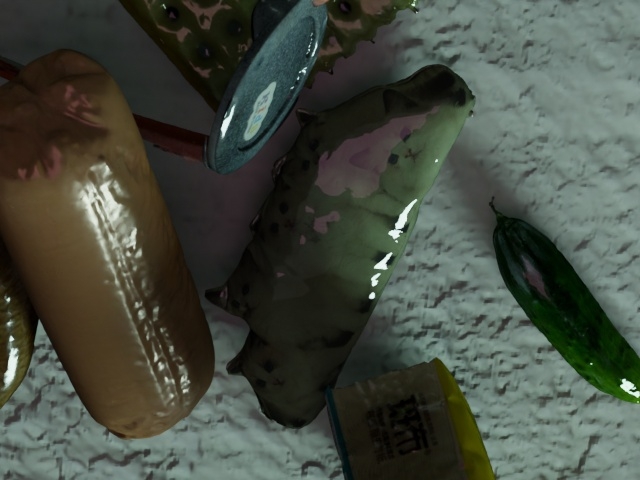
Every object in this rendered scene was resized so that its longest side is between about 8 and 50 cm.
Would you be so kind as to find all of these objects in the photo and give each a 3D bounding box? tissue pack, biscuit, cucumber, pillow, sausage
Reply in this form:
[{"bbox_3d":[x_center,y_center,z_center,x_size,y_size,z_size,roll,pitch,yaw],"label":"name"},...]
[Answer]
[{"bbox_3d":[0.066,0.166,1.117,0.082,0.169,0.120,-18,137,3],"label":"tissue pack"},{"bbox_3d":[0.005,-0.167,1.052,0.231,0.016,0.139,-35,110,14],"label":"biscuit"},{"bbox_3d":[0.142,0.042,1.146,0.039,0.039,0.168,-34,114,14],"label":"cucumber"},{"bbox_3d":[0.000,-0.001,1.112,0.093,0.051,0.241,19,115,-16],"label":"pillow"},{"bbox_3d":[-0.113,0.013,1.041,0.086,0.086,0.289,-8,146,3],"label":"sausage"}]

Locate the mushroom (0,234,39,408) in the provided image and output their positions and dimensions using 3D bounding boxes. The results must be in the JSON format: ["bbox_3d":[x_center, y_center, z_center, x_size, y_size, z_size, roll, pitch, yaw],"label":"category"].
[{"bbox_3d":[-0.266,0.019,1.081,0.231,0.138,0.194,22,100,-24],"label":"mushroom"}]

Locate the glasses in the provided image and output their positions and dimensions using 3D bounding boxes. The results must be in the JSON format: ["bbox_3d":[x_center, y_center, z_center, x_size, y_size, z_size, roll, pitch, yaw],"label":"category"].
[{"bbox_3d":[-0.112,-0.177,1.020,0.268,0.118,0.234,21,116,13],"label":"glasses"}]
